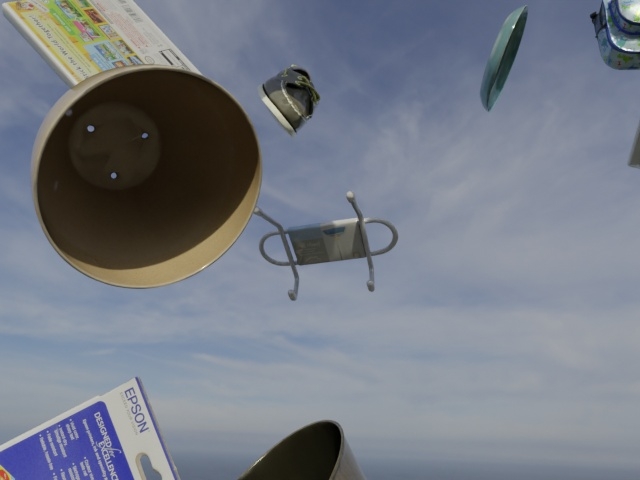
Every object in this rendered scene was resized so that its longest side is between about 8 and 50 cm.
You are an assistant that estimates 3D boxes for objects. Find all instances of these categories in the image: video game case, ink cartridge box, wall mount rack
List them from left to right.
[{"bbox_3d":[-0.350,0.415,0.690,0.306,0.304,0.072,-26,-11,-3],"label":"ink cartridge box"},{"bbox_3d":[-0.341,-0.313,0.726,0.227,0.206,0.026,47,-42,4],"label":"video game case"},{"bbox_3d":[0.000,0.000,1.028,0.349,0.131,0.304,-8,-53,12],"label":"wall mount rack"}]

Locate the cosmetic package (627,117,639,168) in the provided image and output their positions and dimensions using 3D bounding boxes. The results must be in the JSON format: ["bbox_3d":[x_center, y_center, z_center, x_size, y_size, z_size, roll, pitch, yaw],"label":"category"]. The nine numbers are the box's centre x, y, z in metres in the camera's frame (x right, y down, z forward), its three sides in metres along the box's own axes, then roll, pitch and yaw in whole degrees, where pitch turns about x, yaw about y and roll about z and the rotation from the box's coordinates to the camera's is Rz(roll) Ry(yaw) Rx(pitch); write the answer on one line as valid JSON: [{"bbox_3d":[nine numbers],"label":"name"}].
[{"bbox_3d":[0.500,-0.202,0.562,0.129,0.153,0.296,23,-2,32],"label":"cosmetic package"}]

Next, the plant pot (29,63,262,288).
[{"bbox_3d":[-0.249,-0.103,0.615,0.190,0.284,0.284,33,0,41],"label":"plant pot"}]

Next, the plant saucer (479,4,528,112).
[{"bbox_3d":[0.570,-0.567,1.405,0.043,0.318,0.318,24,-17,20],"label":"plant saucer"}]

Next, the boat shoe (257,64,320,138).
[{"bbox_3d":[-0.054,-0.282,0.868,0.091,0.305,0.109,-32,-65,11],"label":"boat shoe"}]

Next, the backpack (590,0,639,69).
[{"bbox_3d":[0.476,-0.322,0.671,0.104,0.115,0.084,0,-16,14],"label":"backpack"}]

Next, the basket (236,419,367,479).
[{"bbox_3d":[0.011,0.314,0.378,0.154,0.227,0.204,-32,1,30],"label":"basket"}]
